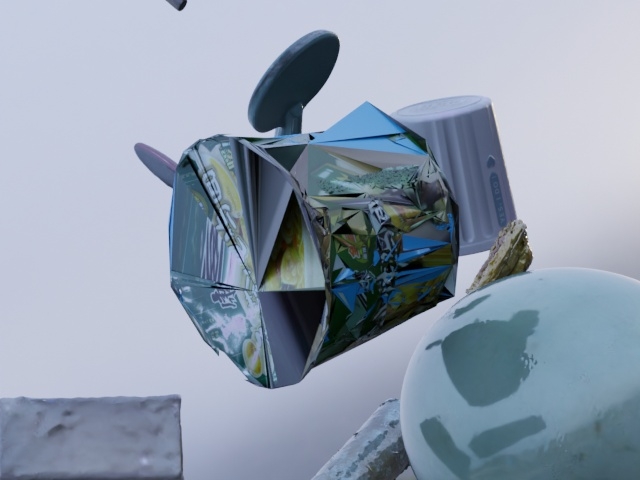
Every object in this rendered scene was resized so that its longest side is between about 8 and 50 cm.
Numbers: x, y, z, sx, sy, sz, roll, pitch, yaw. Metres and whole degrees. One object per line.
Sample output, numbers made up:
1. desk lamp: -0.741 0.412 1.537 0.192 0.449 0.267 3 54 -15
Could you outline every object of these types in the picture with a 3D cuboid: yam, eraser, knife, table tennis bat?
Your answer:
1. yam: 0.061 0.317 2.433 0.093 0.093 0.259 -42 -1 42
2. eraser: -0.183 0.213 1.397 0.144 0.078 0.343 0 -26 -8
3. knife: -0.131 -0.037 1.984 0.035 0.247 0.018 -54 -25 9
4. table tennis bat: -0.035 -0.174 2.158 0.149 0.038 0.237 -42 -18 -22

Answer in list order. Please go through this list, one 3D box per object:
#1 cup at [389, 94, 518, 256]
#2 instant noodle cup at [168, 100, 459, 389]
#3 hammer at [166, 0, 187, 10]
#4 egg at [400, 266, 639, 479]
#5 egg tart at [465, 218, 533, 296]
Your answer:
1. cup: 0.173 -0.083 2.396 0.167 0.202 0.221 -7 13 18
2. instant noodle cup: 0.000 0.000 1.556 0.178 0.240 0.240 -17 -18 -37
3. hammer: -0.214 -0.316 1.982 0.017 0.182 0.062 -9 -48 -55
4. egg: 0.222 0.162 1.613 0.276 0.276 0.389 -30 8 -21
5. egg tart: 0.224 0.033 2.151 0.130 0.052 0.130 -59 0 1
